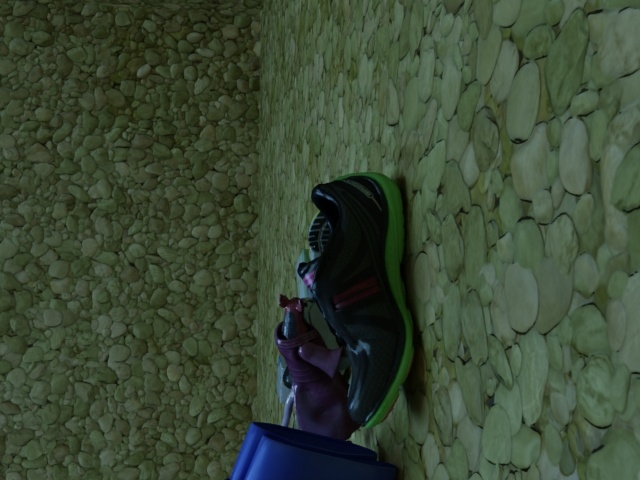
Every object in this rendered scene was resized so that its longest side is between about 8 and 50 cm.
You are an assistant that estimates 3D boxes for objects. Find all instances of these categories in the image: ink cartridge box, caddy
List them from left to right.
[{"bbox_3d":[-0.089,0.453,2.361,0.092,0.089,0.143,-122,33,-71],"label":"ink cartridge box"},{"bbox_3d":[-0.045,0.153,2.270,0.235,0.056,0.171,114,154,-59],"label":"ink cartridge box"},{"bbox_3d":[-0.018,0.476,1.407,0.241,0.341,0.179,176,110,-75],"label":"caddy"}]

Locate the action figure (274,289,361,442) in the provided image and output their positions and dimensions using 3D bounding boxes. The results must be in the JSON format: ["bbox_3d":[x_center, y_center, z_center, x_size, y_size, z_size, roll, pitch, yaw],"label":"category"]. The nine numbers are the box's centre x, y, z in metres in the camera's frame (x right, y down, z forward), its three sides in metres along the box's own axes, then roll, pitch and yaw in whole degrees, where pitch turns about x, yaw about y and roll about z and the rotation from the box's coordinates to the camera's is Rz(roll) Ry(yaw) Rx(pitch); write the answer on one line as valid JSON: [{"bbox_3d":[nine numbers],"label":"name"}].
[{"bbox_3d":[-0.035,0.265,1.600,0.248,0.275,0.370,37,155,56],"label":"action figure"}]

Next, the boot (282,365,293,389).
[{"bbox_3d":[-0.021,0.303,2.098,0.161,0.083,0.247,-36,34,51],"label":"boot"}]

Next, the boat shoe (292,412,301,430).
[{"bbox_3d":[-0.031,0.529,2.050,0.109,0.098,0.302,98,-174,-57],"label":"boat shoe"}]

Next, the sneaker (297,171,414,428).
[{"bbox_3d":[0.056,0.105,1.364,0.185,0.202,0.483,115,154,-65],"label":"sneaker"}]

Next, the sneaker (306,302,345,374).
[{"bbox_3d":[-0.006,0.286,1.912,0.296,0.104,0.147,-105,21,-50],"label":"sneaker"}]

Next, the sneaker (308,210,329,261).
[{"bbox_3d":[0.000,0.000,1.983,0.094,0.081,0.209,-105,19,-61],"label":"sneaker"}]
